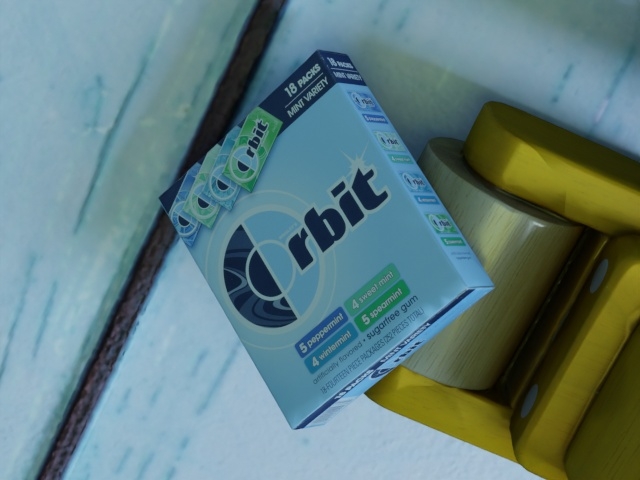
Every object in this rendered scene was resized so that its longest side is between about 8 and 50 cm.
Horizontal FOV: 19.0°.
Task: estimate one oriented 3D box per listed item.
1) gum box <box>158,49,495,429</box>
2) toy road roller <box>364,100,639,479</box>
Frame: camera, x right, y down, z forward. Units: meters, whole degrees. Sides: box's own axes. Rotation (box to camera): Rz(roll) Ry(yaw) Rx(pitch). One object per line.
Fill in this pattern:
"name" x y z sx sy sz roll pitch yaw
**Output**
"gum box" 0.000 0.000 1.212 0.157 0.041 0.184 -41 69 26
"toy road roller" 0.190 0.079 1.201 0.329 0.240 0.202 24 108 -9
